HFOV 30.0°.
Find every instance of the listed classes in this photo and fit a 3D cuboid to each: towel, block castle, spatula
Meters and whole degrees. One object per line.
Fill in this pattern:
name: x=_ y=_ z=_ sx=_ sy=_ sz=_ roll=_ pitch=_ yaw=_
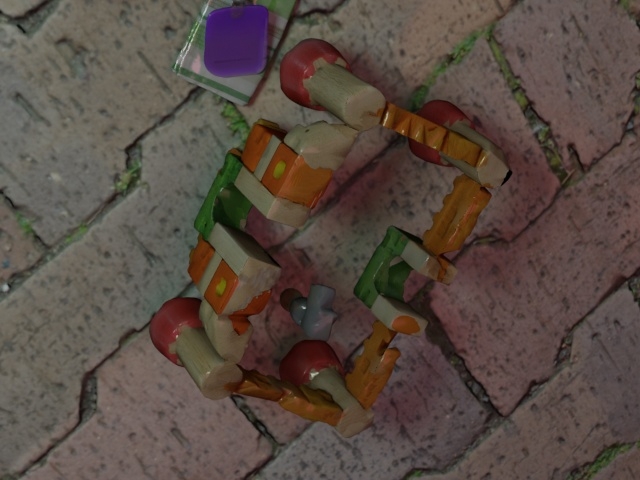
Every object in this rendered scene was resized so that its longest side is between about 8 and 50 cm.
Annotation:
towel: x=-0.106 y=-0.254 z=1.475 sx=0.113 sy=0.023 sz=0.152 roll=22 pitch=98 yaw=-32
block castle: x=0.000 y=0.000 z=1.520 sx=0.303 sy=0.213 sz=0.453 roll=20 pitch=103 yaw=-34
spatula: x=-0.104 y=-0.336 z=1.412 sx=0.084 sy=0.030 sz=0.296 roll=-11 pitch=114 yaw=-22
